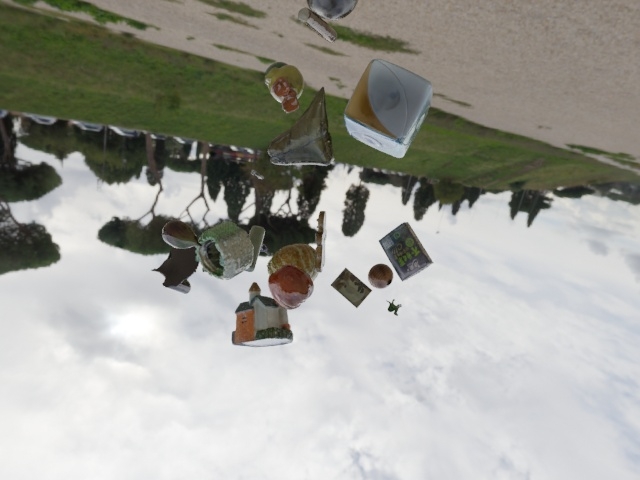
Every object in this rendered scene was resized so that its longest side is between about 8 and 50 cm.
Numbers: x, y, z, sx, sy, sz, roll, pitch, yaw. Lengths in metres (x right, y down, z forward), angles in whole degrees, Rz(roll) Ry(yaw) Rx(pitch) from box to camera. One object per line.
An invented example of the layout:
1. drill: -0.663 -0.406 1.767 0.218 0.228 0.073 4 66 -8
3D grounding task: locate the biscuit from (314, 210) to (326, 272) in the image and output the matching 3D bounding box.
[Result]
1. biscuit: 0.000 0.000 2.164 0.049 0.301 0.197 4 -168 5

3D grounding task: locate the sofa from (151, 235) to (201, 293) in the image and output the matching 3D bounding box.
1. sofa: -0.572 0.108 1.901 0.182 0.258 0.200 32 170 16

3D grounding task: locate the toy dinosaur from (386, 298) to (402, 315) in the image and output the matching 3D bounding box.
1. toy dinosaur: 0.318 0.292 1.922 0.060 0.029 0.120 -38 -147 -13

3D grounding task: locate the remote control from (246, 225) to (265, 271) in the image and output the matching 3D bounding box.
1. remote control: -0.385 0.041 2.460 0.090 0.038 0.309 14 -126 -6

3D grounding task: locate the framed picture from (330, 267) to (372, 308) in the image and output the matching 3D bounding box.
1. framed picture: 0.175 0.268 2.454 0.201 0.136 0.010 41 175 8

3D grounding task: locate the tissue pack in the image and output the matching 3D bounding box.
1. tissue pack: 0.397 0.051 2.035 0.073 0.173 0.235 -4 -120 -54

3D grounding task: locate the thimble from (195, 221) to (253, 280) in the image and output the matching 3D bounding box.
1. thimble: -0.370 0.041 1.672 0.219 0.219 0.150 21 -147 28

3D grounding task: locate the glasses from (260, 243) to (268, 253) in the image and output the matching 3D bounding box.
1. glasses: -0.409 0.058 2.727 0.140 0.062 0.104 13 -152 43

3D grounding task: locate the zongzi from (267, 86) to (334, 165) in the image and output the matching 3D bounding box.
1. zongzi: -0.107 -0.530 2.041 0.323 0.360 0.160 0 -150 10

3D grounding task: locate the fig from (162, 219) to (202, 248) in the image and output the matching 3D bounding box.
1. fig: -0.505 -0.014 1.596 0.155 0.103 0.109 25 -162 -5

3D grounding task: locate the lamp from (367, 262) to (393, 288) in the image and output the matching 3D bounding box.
1. lamp: 0.312 0.185 2.239 0.136 0.136 0.136 11 -164 -3

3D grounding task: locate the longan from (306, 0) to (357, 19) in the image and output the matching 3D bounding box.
1. longan: 0.042 -0.879 1.524 0.197 0.196 0.220 5 -140 -21

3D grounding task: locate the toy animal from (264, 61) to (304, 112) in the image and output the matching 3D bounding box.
1. toy animal: -0.187 -0.844 2.317 0.216 0.191 0.338 51 -169 -37

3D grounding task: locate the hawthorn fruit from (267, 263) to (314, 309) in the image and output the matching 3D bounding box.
1. hawthorn fruit: -0.123 0.185 1.741 0.189 0.189 0.189 11 -164 -3

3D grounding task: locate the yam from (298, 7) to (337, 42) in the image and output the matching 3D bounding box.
1. yam: -0.001 -0.670 1.360 0.046 0.046 0.264 17 -164 17

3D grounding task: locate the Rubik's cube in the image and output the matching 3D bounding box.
1. Rubik's cube: 0.346 -0.663 2.213 0.352 0.347 0.351 29 -178 13

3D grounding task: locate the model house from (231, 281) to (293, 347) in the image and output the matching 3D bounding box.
1. model house: -0.273 0.347 2.046 0.271 0.300 0.190 -17 161 34

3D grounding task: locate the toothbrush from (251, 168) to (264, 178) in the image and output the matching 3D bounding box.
1. toothbrush: -0.296 -0.307 2.016 0.024 0.026 0.288 30 -176 -22

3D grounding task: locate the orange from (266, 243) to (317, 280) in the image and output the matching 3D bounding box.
1. orange: -0.151 0.165 2.567 0.329 0.329 0.249 -2 -123 -38
